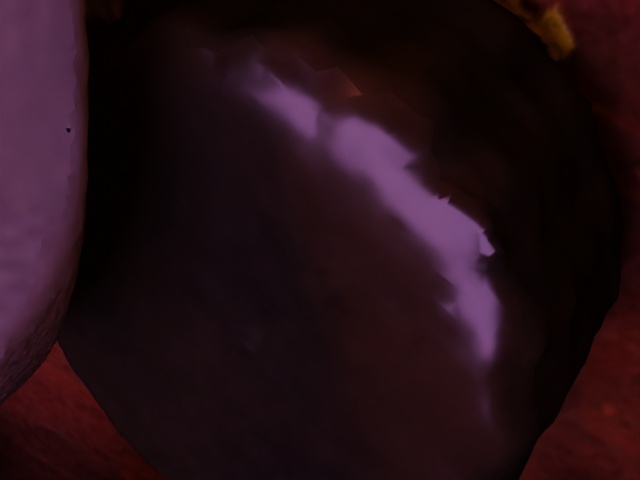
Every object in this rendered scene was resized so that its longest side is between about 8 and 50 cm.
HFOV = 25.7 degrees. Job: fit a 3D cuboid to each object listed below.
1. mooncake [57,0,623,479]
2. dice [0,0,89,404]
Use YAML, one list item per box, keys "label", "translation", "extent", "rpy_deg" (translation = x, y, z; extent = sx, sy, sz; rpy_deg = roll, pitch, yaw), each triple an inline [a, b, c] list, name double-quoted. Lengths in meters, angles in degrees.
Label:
- label: "mooncake"
  translation: [0.000, 0.000, 0.536]
  extent: [0.228, 0.124, 0.228]
  rpy_deg: [19, 127, 27]
- label: "dice"
  translation: [-0.227, -0.072, 0.489]
  extent: [0.259, 0.243, 0.251]
  rpy_deg: [-145, 54, -63]
